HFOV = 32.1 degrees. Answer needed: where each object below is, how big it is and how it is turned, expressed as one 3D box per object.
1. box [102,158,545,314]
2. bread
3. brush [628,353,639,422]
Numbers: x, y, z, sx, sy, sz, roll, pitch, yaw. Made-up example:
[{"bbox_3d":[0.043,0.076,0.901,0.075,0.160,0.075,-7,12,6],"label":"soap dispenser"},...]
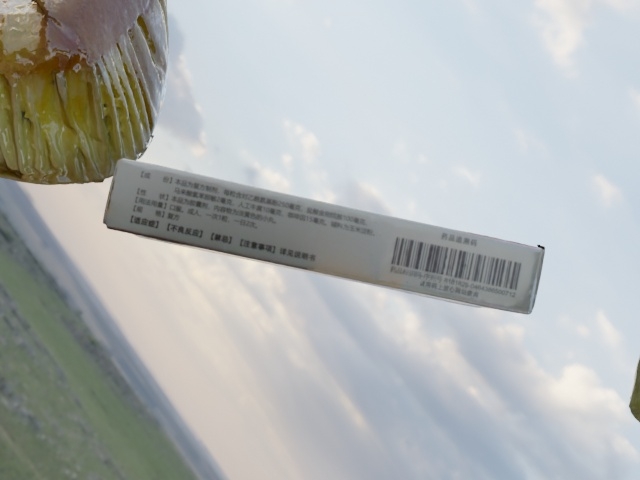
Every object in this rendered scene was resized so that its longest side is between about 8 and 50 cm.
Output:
[{"bbox_3d":[0.000,0.000,0.987,0.353,0.069,0.214,13,-2,-2],"label":"box"},{"bbox_3d":[-0.242,-0.188,1.007,0.288,0.204,0.156,-76,172,-51],"label":"bread"},{"bbox_3d":[0.189,0.109,0.600,0.067,0.313,0.072,48,-51,-9],"label":"brush"}]
